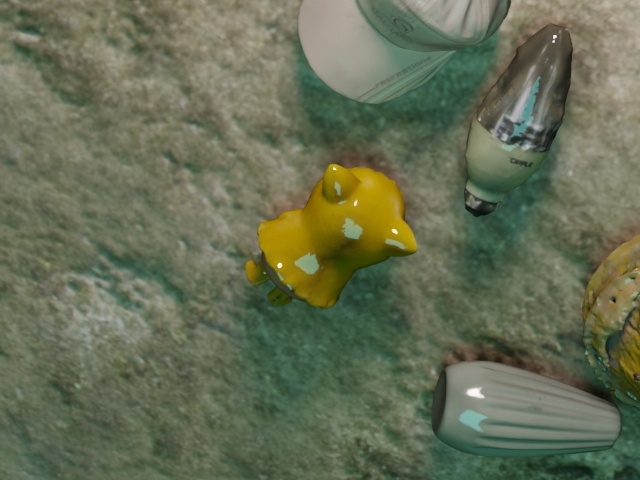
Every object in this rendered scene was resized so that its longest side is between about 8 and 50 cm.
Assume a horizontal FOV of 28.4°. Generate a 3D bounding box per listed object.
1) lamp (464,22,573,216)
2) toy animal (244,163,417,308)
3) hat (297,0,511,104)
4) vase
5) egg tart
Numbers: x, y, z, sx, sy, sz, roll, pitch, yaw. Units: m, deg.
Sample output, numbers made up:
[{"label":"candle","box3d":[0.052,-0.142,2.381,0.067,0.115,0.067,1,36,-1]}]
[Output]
[{"label":"lamp","box3d":[0.230,-0.138,1.487,0.101,0.101,0.250,21,121,-3]},{"label":"toy animal","box3d":[0.004,0.003,1.597,0.156,0.156,0.230,41,123,-15]},{"label":"hat","box3d":[0.080,-0.256,1.422,0.219,0.164,0.226,41,99,-14]},{"label":"vase","box3d":[0.279,0.234,1.704,0.248,0.128,0.128,9,123,-6]},{"label":"egg tart","box3d":[0.498,0.129,1.581,0.352,0.150,0.352,6,126,8]}]
